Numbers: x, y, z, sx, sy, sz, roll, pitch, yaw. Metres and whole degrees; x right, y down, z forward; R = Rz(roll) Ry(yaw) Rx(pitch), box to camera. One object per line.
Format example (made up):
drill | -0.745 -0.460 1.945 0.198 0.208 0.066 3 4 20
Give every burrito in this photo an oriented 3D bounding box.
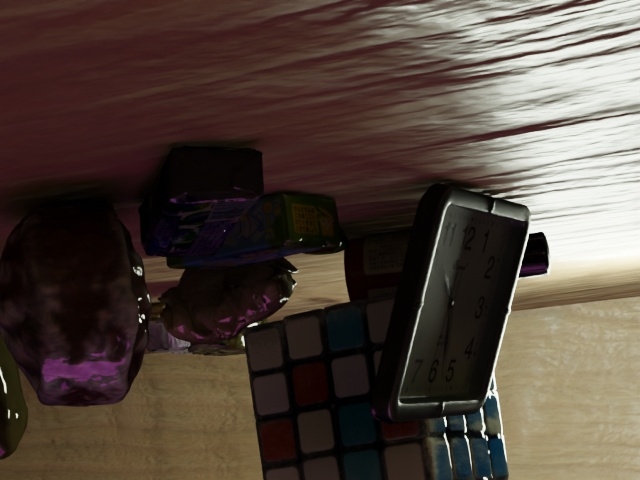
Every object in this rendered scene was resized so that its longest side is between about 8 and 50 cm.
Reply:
burrito | -0.113 0.067 1.748 0.175 0.107 0.348 -7 -175 -1

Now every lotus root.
lotus root | -0.160 0.135 2.291 0.138 0.119 0.235 -4 170 6

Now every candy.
candy | -0.081 -0.007 1.530 0.194 0.062 0.097 -12 171 39
candy | -0.261 0.068 1.395 0.157 0.214 0.289 -2 175 -14
candy | -0.125 -0.035 1.310 0.088 0.061 0.312 -2 171 -13

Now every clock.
clock | 0.153 0.078 1.576 0.049 0.279 0.273 15 -177 30

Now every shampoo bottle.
shampoo bottle | 0.177 0.033 1.832 0.278 0.104 0.104 -6 172 11

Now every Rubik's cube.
Rubik's cube | 0.078 0.217 1.776 0.253 0.256 0.259 -13 168 27

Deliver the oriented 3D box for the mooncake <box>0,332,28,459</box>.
mooncake | -0.584 0.162 1.644 0.393 0.246 0.394 1 -168 39

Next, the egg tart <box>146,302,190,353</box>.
egg tart | -0.274 0.172 2.582 0.234 0.094 0.234 -4 174 0

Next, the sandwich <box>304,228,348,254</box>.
sandwich | 0.003 -0.001 1.775 0.069 0.026 0.101 -2 170 8
